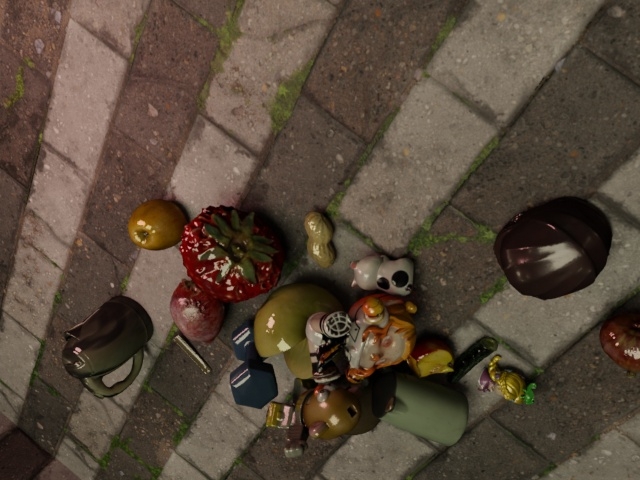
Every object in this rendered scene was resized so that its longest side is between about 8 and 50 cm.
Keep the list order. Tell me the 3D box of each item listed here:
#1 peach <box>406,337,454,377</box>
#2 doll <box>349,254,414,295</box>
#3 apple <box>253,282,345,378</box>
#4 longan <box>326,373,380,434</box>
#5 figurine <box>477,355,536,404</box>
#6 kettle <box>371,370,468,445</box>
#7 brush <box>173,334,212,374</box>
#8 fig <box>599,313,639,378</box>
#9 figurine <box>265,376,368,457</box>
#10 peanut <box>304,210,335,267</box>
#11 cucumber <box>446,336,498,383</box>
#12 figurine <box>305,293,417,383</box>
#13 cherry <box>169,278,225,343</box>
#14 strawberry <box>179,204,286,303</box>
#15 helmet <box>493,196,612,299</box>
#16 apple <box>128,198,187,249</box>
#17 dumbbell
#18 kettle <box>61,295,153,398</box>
[{"bbox_3d":[0.322,0.344,1.830,0.151,0.118,0.151,-5,130,-6],"label":"peach"},{"bbox_3d":[0.182,0.098,1.771,0.180,0.107,0.110,11,122,19],"label":"doll"},{"bbox_3d":[-0.063,0.273,1.882,0.292,0.292,0.254,55,151,-9],"label":"apple"},{"bbox_3d":[0.108,0.522,1.992,0.220,0.196,0.197,-8,112,19],"label":"longan"},{"bbox_3d":[0.536,0.397,1.765,0.156,0.094,0.115,17,103,40],"label":"figurine"},{"bbox_3d":[0.280,0.486,1.861,0.255,0.240,0.165,20,96,-12],"label":"kettle"},{"bbox_3d":[-0.482,0.429,2.349,0.034,0.027,0.190,-40,101,1],"label":"brush"},{"bbox_3d":[0.788,0.260,1.552,0.160,0.230,0.143,-4,71,28],"label":"fig"},{"bbox_3d":[0.002,0.493,1.811,0.167,0.343,0.285,44,151,-26],"label":"figurine"},{"bbox_3d":[0.000,0.000,1.831,0.082,0.082,0.187,7,119,24],"label":"peanut"},{"bbox_3d":[0.431,0.356,1.819,0.058,0.052,0.215,20,131,-18],"label":"cucumber"},{"bbox_3d":[0.128,0.256,1.727,0.196,0.323,0.320,-118,31,-44],"label":"figurine"},{"bbox_3d":[-0.412,0.249,2.126,0.192,0.175,0.250,-5,117,17],"label":"cherry"},{"bbox_3d":[-0.294,0.066,1.913,0.317,0.295,0.345,14,150,-21],"label":"strawberry"},{"bbox_3d":[0.551,0.046,1.508,0.225,0.177,0.305,47,126,-5],"label":"helmet"},{"bbox_3d":[-0.536,-0.047,2.033,0.182,0.155,0.183,12,118,22],"label":"apple"},{"bbox_3d":[-0.214,0.393,2.004,0.156,0.316,0.144,16,110,-13],"label":"dumbbell"},{"bbox_3d":[-0.796,0.418,2.319,0.228,0.324,0.321,-11,110,32],"label":"kettle"}]
